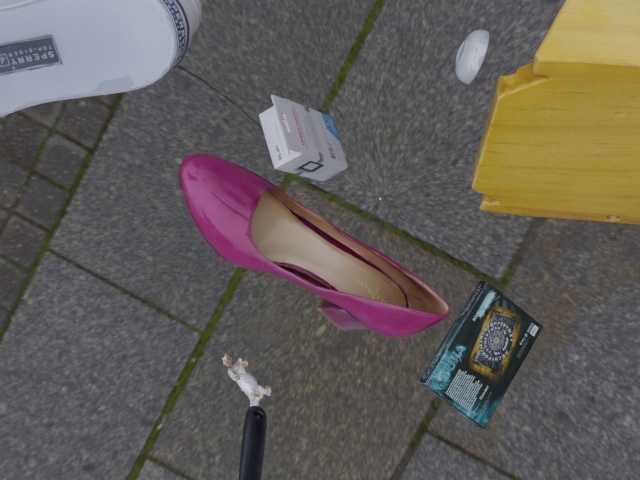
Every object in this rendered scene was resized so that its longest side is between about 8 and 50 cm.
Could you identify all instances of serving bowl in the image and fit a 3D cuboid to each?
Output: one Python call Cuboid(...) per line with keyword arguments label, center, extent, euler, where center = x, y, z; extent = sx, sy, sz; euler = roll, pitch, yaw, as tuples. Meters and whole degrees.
Cuboid(label="serving bowl", center=(0.222, -0.277, 1.159), extent=(0.027, 0.083, 0.083), euler=(18, 94, -7))

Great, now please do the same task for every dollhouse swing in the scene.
Cuboid(label="dollhouse swing", center=(0.347, -0.223, 0.862), extent=(0.315, 0.347, 0.304), euler=(5, 71, 6))

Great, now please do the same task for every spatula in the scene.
Cuboid(label="spatula", center=(-0.082, 0.303, 0.895), extent=(0.084, 0.296, 0.030), euler=(20, 120, -15))

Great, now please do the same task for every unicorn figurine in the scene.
Cuboid(label="unicorn figurine", center=(-0.142, 0.293, 1.536), extent=(0.060, 0.111, 0.161), euler=(-23, 83, -23))

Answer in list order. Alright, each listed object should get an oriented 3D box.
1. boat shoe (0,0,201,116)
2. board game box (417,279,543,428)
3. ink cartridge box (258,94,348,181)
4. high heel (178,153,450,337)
Cuboid(label="boat shoe", center=(-0.204, -0.133, 0.524), extent=(0.258, 0.084, 0.095), euler=(2, 119, 11))
Cuboid(label="board game box", center=(0.243, 0.171, 1.169), extent=(0.126, 0.026, 0.186), euler=(38, 75, -15))
Cuboid(label="ink cartridge box", center=(-0.038, -0.169, 1.294), extent=(0.060, 0.180, 0.104), euler=(-26, 71, 29))
Cuboid(label="high heel", center=(0.000, 0.000, 0.983), extent=(0.377, 0.181, 0.127), euler=(37, 58, -33))
